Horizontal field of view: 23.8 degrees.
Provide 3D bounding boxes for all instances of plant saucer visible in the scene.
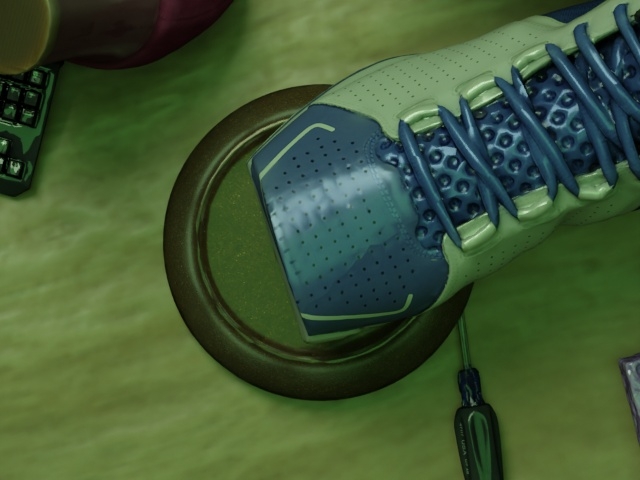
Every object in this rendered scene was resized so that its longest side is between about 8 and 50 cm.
[{"bbox_3d":[0.000,0.000,0.792,0.168,0.029,0.169,0,87,1],"label":"plant saucer"}]

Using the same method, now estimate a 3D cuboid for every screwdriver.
[{"bbox_3d":[0.077,0.055,0.813,0.024,0.025,0.170,-8,83,-1],"label":"screwdriver"}]

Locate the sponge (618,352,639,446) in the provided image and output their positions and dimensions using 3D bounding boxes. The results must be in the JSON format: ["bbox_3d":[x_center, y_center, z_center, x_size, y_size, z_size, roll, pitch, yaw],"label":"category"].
[{"bbox_3d":[0.272,0.092,0.809,0.210,0.031,0.117,-16,92,-1],"label":"sponge"}]

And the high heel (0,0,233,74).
[{"bbox_3d":[-0.223,-0.198,0.780,0.377,0.181,0.127,38,119,14],"label":"high heel"}]

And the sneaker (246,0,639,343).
[{"bbox_3d":[0.123,-0.065,0.702,0.315,0.182,0.127,-21,86,-12],"label":"sneaker"}]

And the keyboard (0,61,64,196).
[{"bbox_3d":[-0.228,-0.097,0.794,0.180,0.023,0.108,15,91,-3],"label":"keyboard"}]
